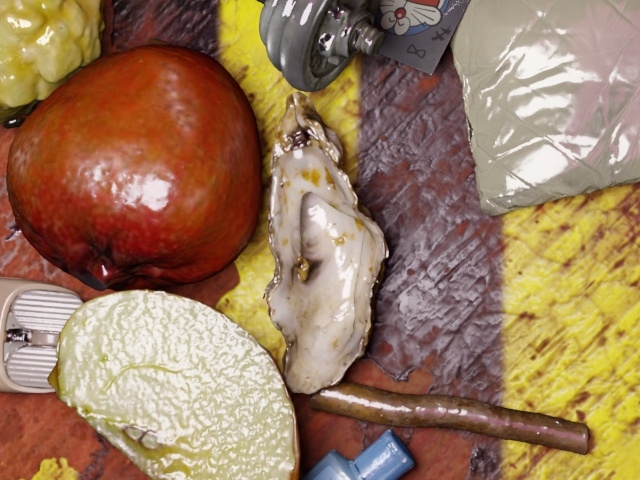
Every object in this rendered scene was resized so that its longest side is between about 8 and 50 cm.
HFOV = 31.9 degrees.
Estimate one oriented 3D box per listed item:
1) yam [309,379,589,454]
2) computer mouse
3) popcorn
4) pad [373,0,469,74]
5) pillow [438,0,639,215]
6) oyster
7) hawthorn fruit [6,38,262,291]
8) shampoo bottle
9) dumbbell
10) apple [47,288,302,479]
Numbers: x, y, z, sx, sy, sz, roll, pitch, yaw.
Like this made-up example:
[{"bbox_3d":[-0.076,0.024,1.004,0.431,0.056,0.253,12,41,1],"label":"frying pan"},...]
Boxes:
[{"bbox_3d":[0.149,0.206,1.310,0.326,0.045,0.045,9,131,10],"label":"yam"},{"bbox_3d":[-0.405,0.117,1.397,0.236,0.082,0.145,6,86,12],"label":"computer mouse"},{"bbox_3d":[-0.394,-0.246,1.348,0.286,0.252,0.215,-21,124,44],"label":"popcorn"},{"bbox_3d":[0.068,-0.316,1.361,0.245,0.006,0.170,28,91,24],"label":"pad"},{"bbox_3d":[0.295,-0.191,1.302,0.274,0.076,0.281,-13,85,17],"label":"pillow"},{"bbox_3d":[-0.001,0.001,1.323,0.166,0.110,0.341,-17,85,15],"label":"oyster"},{"bbox_3d":[-0.196,-0.080,1.291,0.295,0.295,0.311,37,69,11],"label":"hawthorn fruit"},{"bbox_3d":[0.001,0.324,1.316,0.258,0.061,0.104,-41,74,5],"label":"shampoo bottle"},{"bbox_3d":[-0.101,-0.317,1.314,0.406,0.179,0.179,30,91,17],"label":"dumbbell"},{"bbox_3d":[-0.151,0.208,1.278,0.346,0.254,0.179,41,49,8],"label":"apple"}]
